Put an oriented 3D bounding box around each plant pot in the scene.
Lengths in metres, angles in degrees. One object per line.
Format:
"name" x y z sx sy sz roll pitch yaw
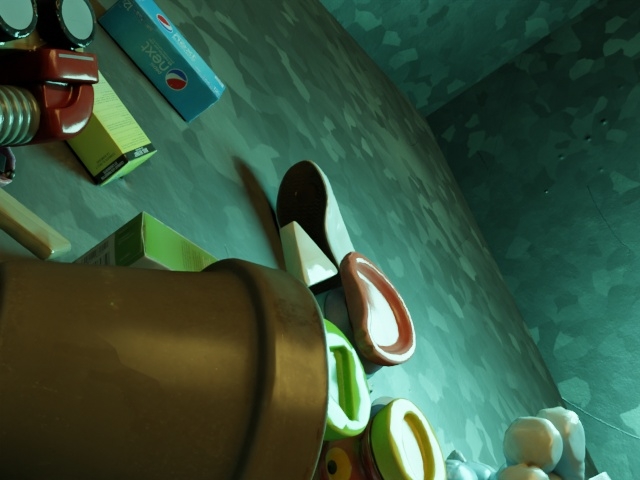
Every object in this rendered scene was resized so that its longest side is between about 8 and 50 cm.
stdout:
"plant pot" -0.156 0.118 0.579 0.229 0.263 0.263 21 37 -32

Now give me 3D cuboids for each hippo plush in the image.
"hippo plush" 0.281 0.370 1.152 0.294 0.237 0.234 10 79 -46

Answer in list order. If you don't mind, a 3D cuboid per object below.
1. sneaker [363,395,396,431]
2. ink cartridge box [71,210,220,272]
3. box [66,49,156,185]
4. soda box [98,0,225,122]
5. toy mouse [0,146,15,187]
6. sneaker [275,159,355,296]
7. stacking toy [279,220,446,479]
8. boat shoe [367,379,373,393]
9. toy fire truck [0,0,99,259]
"sneaker" 0.096 0.350 1.021 0.226 0.086 0.163 65 28 -3
"ink cartridge box" -0.155 0.064 0.817 0.209 0.109 0.062 37 28 -43
"box" -0.305 -0.183 0.919 0.232 0.058 0.087 55 20 -8
"soda box" -0.251 -0.298 1.199 0.210 0.071 0.067 49 20 -20
"toy mouse" -0.348 -0.098 0.726 0.161 0.031 0.143 49 22 -23
"sneaker" 0.000 0.000 1.314 0.123 0.106 0.289 37 37 -58
"stacking toy" 0.006 0.154 0.885 0.279 0.130 0.308 37 34 -39
"boat shoe" 0.039 0.218 1.074 0.075 0.083 0.226 58 19 5
"toy fire truck" -0.283 -0.108 0.673 0.217 0.159 0.246 -19 105 -66
